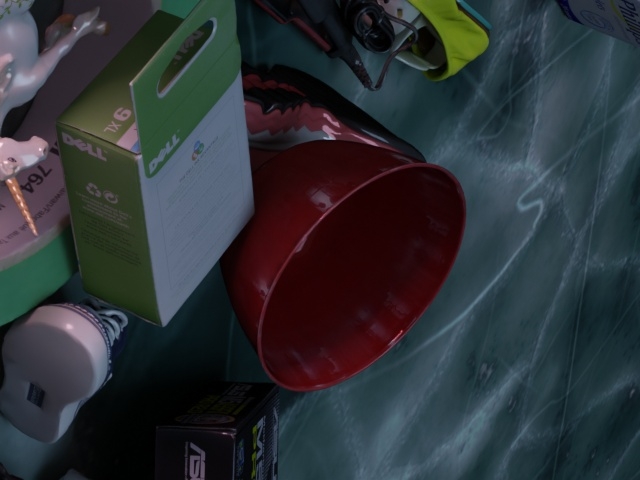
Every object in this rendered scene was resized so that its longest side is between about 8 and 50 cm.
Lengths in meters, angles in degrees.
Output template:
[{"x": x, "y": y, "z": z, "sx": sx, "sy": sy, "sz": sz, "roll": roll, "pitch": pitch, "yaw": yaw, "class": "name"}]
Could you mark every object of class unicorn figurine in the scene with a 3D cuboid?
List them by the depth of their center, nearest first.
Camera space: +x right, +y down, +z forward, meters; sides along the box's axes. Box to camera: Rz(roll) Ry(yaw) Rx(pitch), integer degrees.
[{"x": -0.159, "y": -0.103, "z": 1.026, "sx": 0.111, "sy": 0.060, "sz": 0.162, "roll": -42, "pitch": 129, "yaw": -34, "class": "unicorn figurine"}]

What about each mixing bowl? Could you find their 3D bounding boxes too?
[{"x": 0.000, "y": 0.000, "z": 1.291, "sx": 0.181, "sy": 0.098, "sz": 0.181, "roll": -31, "pitch": 143, "yaw": -26, "class": "mixing bowl"}]

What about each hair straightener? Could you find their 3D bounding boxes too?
[{"x": 0.015, "y": -0.161, "z": 1.386, "sx": 0.230, "sy": 0.089, "sz": 0.047, "roll": 45, "pitch": 50, "yaw": -60, "class": "hair straightener"}]

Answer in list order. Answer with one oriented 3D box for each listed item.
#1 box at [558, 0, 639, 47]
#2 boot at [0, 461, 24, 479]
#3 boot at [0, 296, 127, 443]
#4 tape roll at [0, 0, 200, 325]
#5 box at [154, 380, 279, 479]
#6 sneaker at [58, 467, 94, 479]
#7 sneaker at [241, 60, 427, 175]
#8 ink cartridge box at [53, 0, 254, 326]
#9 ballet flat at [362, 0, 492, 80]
[{"x": 0.277, "y": -0.230, "z": 1.722, "sx": 0.072, "sy": 0.137, "sz": 0.126, "roll": -60, "pitch": 152, "yaw": -7, "class": "box"}, {"x": -0.279, "y": 0.276, "z": 1.194, "sx": 0.260, "sy": 0.131, "sz": 0.348, "roll": 53, "pitch": 55, "yaw": -66, "class": "boot"}, {"x": -0.160, "y": 0.063, "z": 1.254, "sx": 0.086, "sy": 0.069, "sz": 0.190, "roll": -55, "pitch": -177, "yaw": -28, "class": "boot"}, {"x": -0.196, "y": -0.102, "z": 1.095, "sx": 0.321, "sy": 0.077, "sz": 0.321, "roll": -39, "pitch": 143, "yaw": -37, "class": "tape roll"}, {"x": -0.076, "y": 0.252, "z": 1.432, "sx": 0.216, "sy": 0.060, "sz": 0.270, "roll": -24, "pitch": 116, "yaw": -82, "class": "box"}, {"x": -0.172, "y": 0.266, "z": 1.430, "sx": 0.095, "sy": 0.090, "sz": 0.235, "roll": -35, "pitch": 140, "yaw": -28, "class": "sneaker"}, {"x": -0.046, "y": -0.051, "z": 1.383, "sx": 0.314, "sy": 0.116, "sz": 0.136, "roll": 12, "pitch": 113, "yaw": -54, "class": "sneaker"}, {"x": -0.097, "y": -0.059, "z": 1.132, "sx": 0.109, "sy": 0.062, "sz": 0.209, "roll": -52, "pitch": 155, "yaw": -33, "class": "ink cartridge box"}, {"x": 0.071, "y": -0.182, "z": 1.491, "sx": 0.077, "sy": 0.077, "sz": 0.231, "roll": -47, "pitch": 153, "yaw": 2, "class": "ballet flat"}]
